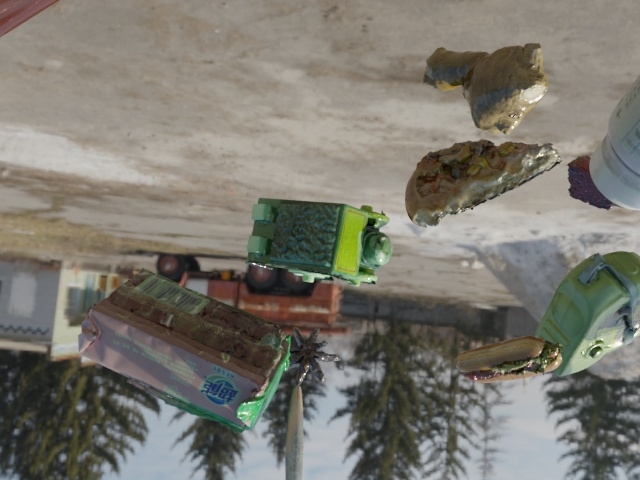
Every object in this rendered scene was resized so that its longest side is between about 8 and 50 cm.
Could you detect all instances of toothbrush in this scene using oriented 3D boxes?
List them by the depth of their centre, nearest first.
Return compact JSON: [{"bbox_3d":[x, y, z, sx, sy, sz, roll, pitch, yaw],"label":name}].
[{"bbox_3d":[-0.035,0.363,0.853,0.037,0.375,0.028,-10,149,16],"label":"toothbrush"}]

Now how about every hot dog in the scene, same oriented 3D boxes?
[{"bbox_3d":[0.131,0.087,0.482,0.037,0.021,0.083,35,144,-19],"label":"hot dog"}]

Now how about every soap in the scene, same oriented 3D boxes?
[{"bbox_3d":[-0.183,0.141,0.968,0.273,0.098,0.218,23,-155,6],"label":"soap"}]

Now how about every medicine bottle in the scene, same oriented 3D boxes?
[{"bbox_3d":[0.525,-0.177,1.006,0.170,0.170,0.293,5,150,-4],"label":"medicine bottle"}]

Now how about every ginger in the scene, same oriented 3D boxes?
[{"bbox_3d":[0.181,-0.168,0.764,0.067,0.096,0.165,-7,-165,-35],"label":"ginger"}]

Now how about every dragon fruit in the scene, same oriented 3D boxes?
[{"bbox_3d":[0.583,-0.123,1.425,0.131,0.063,0.097,29,150,36],"label":"dragon fruit"}]

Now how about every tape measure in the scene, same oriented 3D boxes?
[{"bbox_3d":[0.410,0.094,1.004,0.175,0.200,0.106,-11,-140,-20],"label":"tape measure"}]

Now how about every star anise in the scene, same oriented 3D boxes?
[{"bbox_3d":[-0.031,0.242,1.446,0.141,0.141,0.042,4,151,2],"label":"star anise"}]

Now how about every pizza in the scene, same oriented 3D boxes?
[{"bbox_3d":[0.197,-0.089,0.858,0.195,0.052,0.185,-14,-149,23],"label":"pizza"}]

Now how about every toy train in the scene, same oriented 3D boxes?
[{"bbox_3d":[0.000,0.000,1.277,0.271,0.159,0.188,7,174,42],"label":"toy train"}]

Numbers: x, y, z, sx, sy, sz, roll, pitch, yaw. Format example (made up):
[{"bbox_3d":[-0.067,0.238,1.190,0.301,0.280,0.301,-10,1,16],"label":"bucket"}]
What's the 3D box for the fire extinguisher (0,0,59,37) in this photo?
[{"bbox_3d":[-0.513,-0.399,1.125,0.104,0.269,0.105,34,153,20],"label":"fire extinguisher"}]
